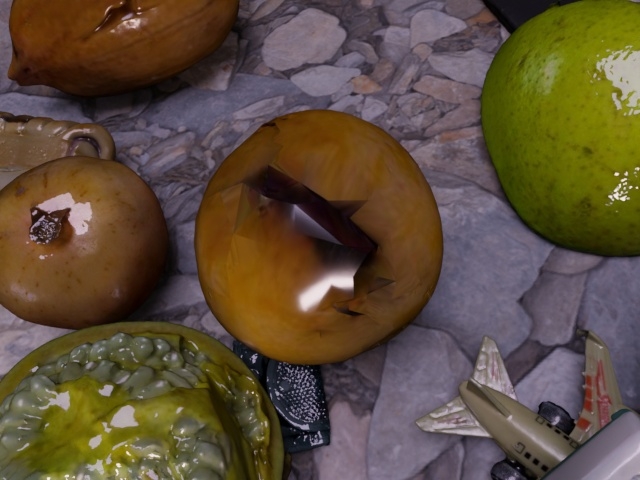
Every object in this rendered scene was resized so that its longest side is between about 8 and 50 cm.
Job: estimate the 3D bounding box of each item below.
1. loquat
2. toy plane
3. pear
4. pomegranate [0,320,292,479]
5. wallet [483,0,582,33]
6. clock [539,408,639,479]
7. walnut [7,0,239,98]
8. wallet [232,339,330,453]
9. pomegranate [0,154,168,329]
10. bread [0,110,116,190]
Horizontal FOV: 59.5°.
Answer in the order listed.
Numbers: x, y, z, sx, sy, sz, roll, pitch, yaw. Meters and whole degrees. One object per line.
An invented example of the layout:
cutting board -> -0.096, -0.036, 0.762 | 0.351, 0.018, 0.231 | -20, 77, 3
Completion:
loquat -> 0.000, 0.000, 0.523 | 0.235, 0.235, 0.234 | -4, 64, 8
toy plane -> 0.209, 0.194, 0.469 | 0.244, 0.092, 0.229 | 38, 74, 23
pear -> 0.297, -0.108, 0.574 | 0.288, 0.139, 0.239 | 20, 85, 14
pomegranate -> -0.187, 0.194, 0.442 | 0.341, 0.260, 0.260 | 7, 64, -10
wallet -> 0.309, -0.282, 0.714 | 0.124, 0.025, 0.244 | -25, 63, -2
clock -> 0.220, 0.285, 0.349 | 0.262, 0.116, 0.231 | 44, 102, 12
walnut -> -0.265, -0.295, 0.729 | 0.336, 0.209, 0.209 | -31, 63, 2
wallet -> -0.042, 0.150, 0.569 | 0.088, 0.026, 0.129 | -14, 63, 3
pomegranate -> -0.257, 0.001, 0.592 | 0.191, 0.191, 0.191 | -4, 64, 8
bread -> -0.375, -0.094, 0.715 | 0.225, 0.081, 0.134 | 11, 72, 13
